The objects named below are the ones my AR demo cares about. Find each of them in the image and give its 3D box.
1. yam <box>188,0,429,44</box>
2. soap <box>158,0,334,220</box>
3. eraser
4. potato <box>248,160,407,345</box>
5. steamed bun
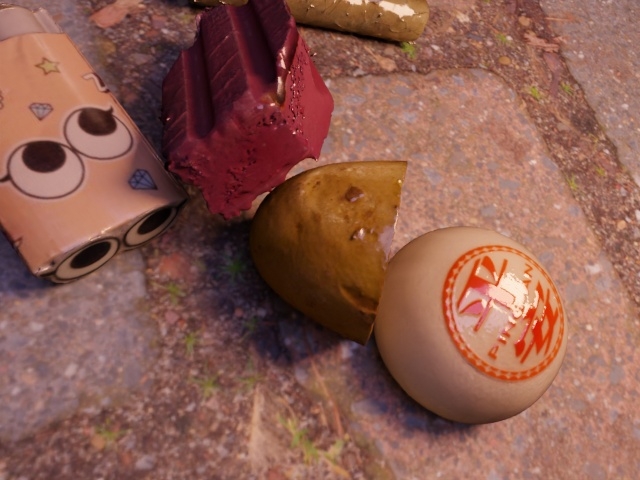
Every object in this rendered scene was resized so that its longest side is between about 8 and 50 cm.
[{"bbox_3d":[-0.013,-0.364,0.750,0.371,0.083,0.083,3,66,-18],"label":"yam"},{"bbox_3d":[-0.088,-0.181,0.575,0.182,0.112,0.289,-28,46,8],"label":"soap"},{"bbox_3d":[-0.296,-0.109,0.533,0.171,0.087,0.290,-33,80,-32],"label":"eraser"},{"bbox_3d":[0.000,0.000,0.549,0.158,0.178,0.203,10,88,4],"label":"potato"},{"bbox_3d":[0.181,0.085,0.572,0.232,0.145,0.232,7,64,-16],"label":"steamed bun"}]
